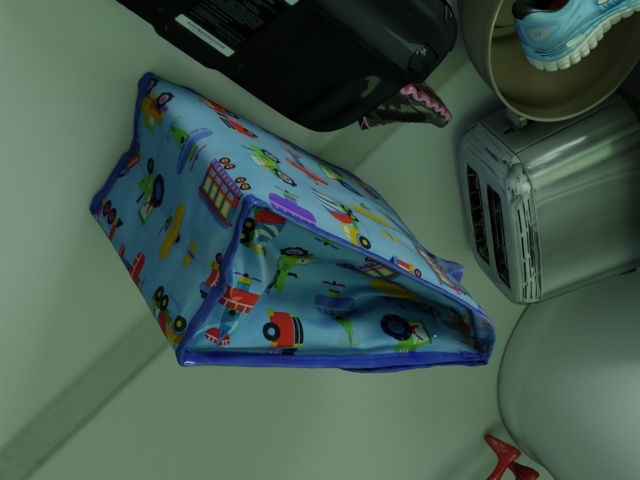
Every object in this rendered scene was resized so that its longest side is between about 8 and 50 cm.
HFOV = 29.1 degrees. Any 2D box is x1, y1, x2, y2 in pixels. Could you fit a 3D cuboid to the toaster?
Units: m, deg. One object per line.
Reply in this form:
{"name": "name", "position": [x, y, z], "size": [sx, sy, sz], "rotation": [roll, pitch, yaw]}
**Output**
{"name": "toaster", "position": [0.218, -0.039, 1.137], "size": [0.146, 0.129, 0.227], "rotation": [-22, 129, -11]}

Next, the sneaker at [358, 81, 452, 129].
{"name": "sneaker", "position": [0.057, -0.117, 1.053], "size": [0.119, 0.047, 0.057], "rotation": [20, 115, -29]}

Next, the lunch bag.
{"name": "lunch bag", "position": [0.000, 0.000, 0.976], "size": [0.293, 0.221, 0.138], "rotation": [12, 113, -34]}

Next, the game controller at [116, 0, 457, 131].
{"name": "game controller", "position": [-0.048, -0.190, 0.901], "size": [0.166, 0.067, 0.319], "rotation": [-26, 136, 36]}

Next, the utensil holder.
{"name": "utensil holder", "position": [0.419, 0.208, 1.238], "size": [0.327, 0.385, 0.327], "rotation": [-14, 125, -22]}

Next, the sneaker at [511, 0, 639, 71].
{"name": "sneaker", "position": [0.212, -0.202, 0.926], "size": [0.162, 0.063, 0.073], "rotation": [-43, 127, 2]}

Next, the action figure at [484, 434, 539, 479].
{"name": "action figure", "position": [0.109, 0.340, 1.355], "size": [0.280, 0.139, 0.091], "rotation": [-55, 130, -18]}

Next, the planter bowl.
{"name": "planter bowl", "position": [0.181, -0.195, 1.025], "size": [0.162, 0.109, 0.162], "rotation": [-14, 125, -20]}
